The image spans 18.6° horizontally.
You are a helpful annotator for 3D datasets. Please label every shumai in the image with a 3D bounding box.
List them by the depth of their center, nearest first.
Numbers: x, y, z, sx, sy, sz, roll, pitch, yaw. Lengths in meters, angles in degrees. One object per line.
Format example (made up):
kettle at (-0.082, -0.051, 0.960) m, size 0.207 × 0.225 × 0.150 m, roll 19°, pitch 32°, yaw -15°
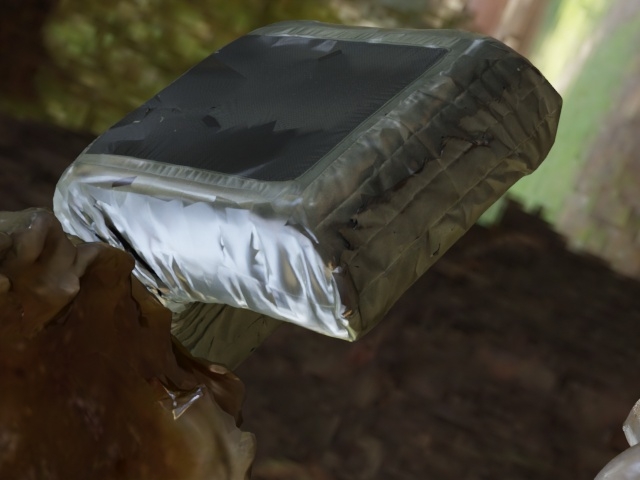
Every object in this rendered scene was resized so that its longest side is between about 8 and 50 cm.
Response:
shumai at (-0.158, 0.053, 0.711) m, size 0.262 × 0.267 × 0.314 m, roll -55°, pitch 27°, yaw 38°

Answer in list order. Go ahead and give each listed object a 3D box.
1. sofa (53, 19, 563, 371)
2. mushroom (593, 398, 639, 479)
sofa at (0.000, 0.000, 1.064) m, size 0.210 × 0.225 × 0.176 m, roll -43°, pitch -53°, yaw -38°
mushroom at (0.281, 0.199, 1.438) m, size 0.215 × 0.207 × 0.207 m, roll -103°, pitch 29°, yaw -49°
